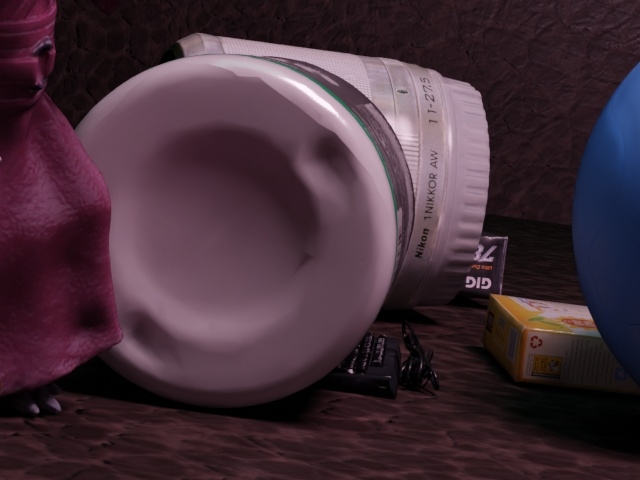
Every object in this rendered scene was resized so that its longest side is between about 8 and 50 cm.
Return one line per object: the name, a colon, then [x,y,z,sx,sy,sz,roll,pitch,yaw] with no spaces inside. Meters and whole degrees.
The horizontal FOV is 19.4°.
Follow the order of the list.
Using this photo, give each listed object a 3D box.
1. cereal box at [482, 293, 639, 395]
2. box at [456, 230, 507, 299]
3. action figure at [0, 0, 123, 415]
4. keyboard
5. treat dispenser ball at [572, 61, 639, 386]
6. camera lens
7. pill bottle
cereal box: [0.251,0.085,1.389,0.240,0.047,0.173,8,5,-3]
box: [0.000,0.000,1.853,0.293,0.073,0.295,7,4,-15]
action figure: [-0.179,-0.098,0.932,0.276,0.370,0.248,29,27,32]
keyboard: [0.032,0.072,1.273,0.100,0.038,0.192,8,6,2]
treat dispenser ball: [0.301,-0.011,1.156,0.288,0.288,0.288,7,5,-1]
camera lens: [-0.018,-0.054,1.588,0.274,0.219,0.219,6,5,-15]
pill bottle: [-0.043,-0.019,1.215,0.204,0.204,0.361,8,5,4]
